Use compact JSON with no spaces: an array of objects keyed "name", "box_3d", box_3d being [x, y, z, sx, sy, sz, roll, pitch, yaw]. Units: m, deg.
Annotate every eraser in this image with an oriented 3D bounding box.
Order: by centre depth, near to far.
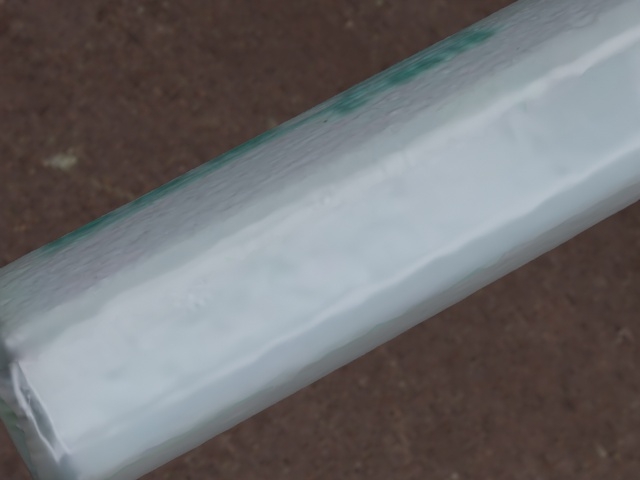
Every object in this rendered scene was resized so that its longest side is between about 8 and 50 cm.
[{"name":"eraser","box_3d":[0.000,0.000,0.684,0.104,0.290,0.189,62,-11,-1]}]
